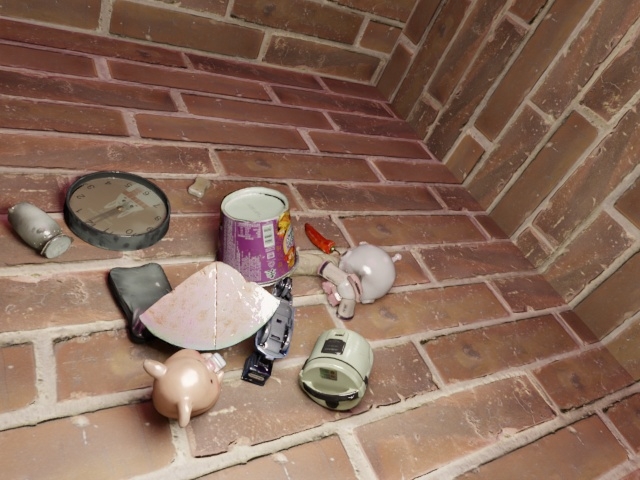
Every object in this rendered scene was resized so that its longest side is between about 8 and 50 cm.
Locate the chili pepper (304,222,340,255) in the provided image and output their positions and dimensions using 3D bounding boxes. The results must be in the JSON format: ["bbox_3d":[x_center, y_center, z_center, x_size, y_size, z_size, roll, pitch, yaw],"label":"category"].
[{"bbox_3d":[0.000,0.000,2.182,0.071,0.063,0.272,0,30,-46],"label":"chili pepper"}]

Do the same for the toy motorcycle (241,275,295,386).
[{"bbox_3d":[-0.168,0.287,1.653,0.125,0.212,0.358,25,41,-14],"label":"toy motorcycle"}]

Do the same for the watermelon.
[{"bbox_3d":[-0.331,0.228,1.531,0.292,0.222,0.319,42,78,4],"label":"watermelon"}]

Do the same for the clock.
[{"bbox_3d":[-0.760,-0.122,1.851,0.386,0.076,0.386,17,39,-14],"label":"clock"}]

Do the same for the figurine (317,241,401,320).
[{"bbox_3d":[0.172,0.160,2.001,0.211,0.253,0.361,-4,15,37],"label":"figurine"}]

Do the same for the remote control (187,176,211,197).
[{"bbox_3d":[-0.534,-0.235,2.157,0.074,0.032,0.122,25,38,-5],"label":"remote control"}]

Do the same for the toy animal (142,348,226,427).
[{"bbox_3d":[-0.362,0.404,1.367,0.213,0.256,0.195,-32,73,-31],"label":"toy animal"}]

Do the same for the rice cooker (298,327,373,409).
[{"bbox_3d":[0.054,0.426,1.616,0.226,0.226,0.244,29,40,0],"label":"rice cooker"}]

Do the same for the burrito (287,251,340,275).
[{"bbox_3d":[-0.068,0.097,2.033,0.392,0.076,0.117,4,38,-31],"label":"burrito"}]

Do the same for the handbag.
[{"bbox_3d":[-0.566,0.200,1.614,0.191,0.075,0.332,-6,46,-41],"label":"handbag"}]

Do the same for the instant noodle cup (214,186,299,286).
[{"bbox_3d":[-0.246,-0.031,1.838,0.340,0.266,0.340,1,35,-1],"label":"instant noodle cup"}]

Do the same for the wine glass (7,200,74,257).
[{"bbox_3d":[-0.934,-0.037,1.619,0.204,0.111,0.111,39,39,8],"label":"wine glass"}]
